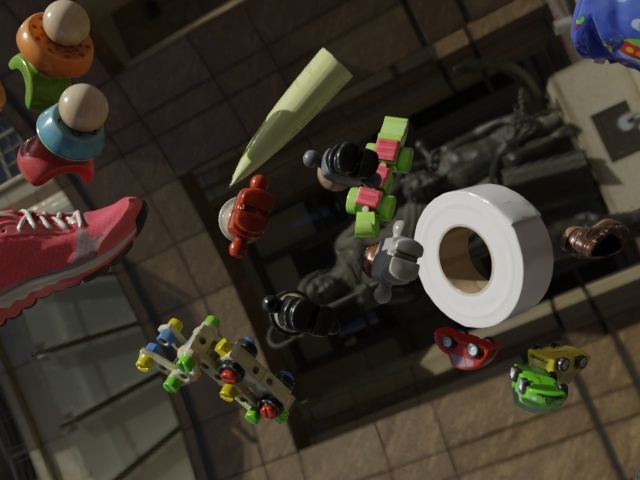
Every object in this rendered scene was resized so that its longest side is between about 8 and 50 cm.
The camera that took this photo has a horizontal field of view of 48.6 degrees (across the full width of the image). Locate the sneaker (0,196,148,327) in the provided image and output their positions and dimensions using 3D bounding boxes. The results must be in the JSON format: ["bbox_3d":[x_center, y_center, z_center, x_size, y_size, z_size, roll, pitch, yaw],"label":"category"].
[{"bbox_3d":[-0.388,0.006,0.967,0.136,0.314,0.116,65,167,-26],"label":"sneaker"}]

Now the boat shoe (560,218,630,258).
[{"bbox_3d":[0.561,0.004,1.406,0.207,0.073,0.073,-11,-66,-39],"label":"boat shoe"}]

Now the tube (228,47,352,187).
[{"bbox_3d":[-0.055,-0.174,1.045,0.062,0.240,0.070,49,-167,27],"label":"tube"}]

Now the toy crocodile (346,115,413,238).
[{"bbox_3d":[0.144,-0.156,1.727,0.105,0.115,0.340,62,-135,-66],"label":"toy crocodile"}]

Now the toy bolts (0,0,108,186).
[{"bbox_3d":[-0.372,-0.196,0.920,0.218,0.158,0.228,-18,-107,-45],"label":"toy bolts"}]

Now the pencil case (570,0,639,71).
[{"bbox_3d":[0.380,-0.177,0.654,0.306,0.119,0.133,31,146,20],"label":"pencil case"}]

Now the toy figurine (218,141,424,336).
[{"bbox_3d":[0.000,0.000,0.862,0.213,0.209,0.148,60,167,-3],"label":"toy figurine"}]

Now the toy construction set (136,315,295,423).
[{"bbox_3d":[-0.171,0.267,1.363,0.327,0.215,0.151,34,-130,-27],"label":"toy construction set"}]

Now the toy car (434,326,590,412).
[{"bbox_3d":[0.286,0.192,1.007,0.225,0.239,0.053,-82,1,-79],"label":"toy car"}]

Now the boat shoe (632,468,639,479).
[{"bbox_3d":[0.637,0.388,1.254,0.367,0.156,0.136,-9,-143,-47],"label":"boat shoe"}]

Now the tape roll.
[{"bbox_3d":[0.325,0.030,1.443,0.100,0.286,0.286,-14,-103,-36],"label":"tape roll"}]
